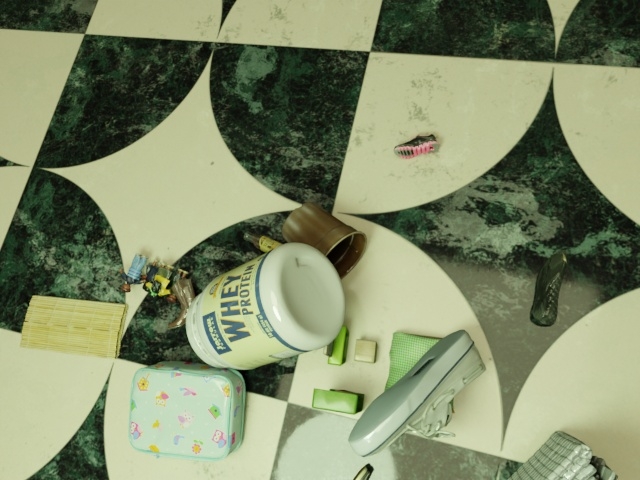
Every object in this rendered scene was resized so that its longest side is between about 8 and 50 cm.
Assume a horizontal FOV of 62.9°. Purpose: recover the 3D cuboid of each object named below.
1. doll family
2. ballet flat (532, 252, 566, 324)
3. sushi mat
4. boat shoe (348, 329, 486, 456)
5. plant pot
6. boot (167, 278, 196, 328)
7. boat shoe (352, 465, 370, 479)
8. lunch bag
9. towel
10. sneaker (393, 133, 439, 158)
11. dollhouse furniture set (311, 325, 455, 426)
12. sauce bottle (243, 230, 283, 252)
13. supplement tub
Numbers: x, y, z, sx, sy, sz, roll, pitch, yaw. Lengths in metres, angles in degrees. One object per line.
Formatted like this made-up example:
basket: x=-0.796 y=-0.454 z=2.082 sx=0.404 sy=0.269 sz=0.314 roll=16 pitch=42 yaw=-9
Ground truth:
doll family: x=-0.456 y=0.110 z=1.420 sx=0.193 sy=0.076 sz=0.111 roll=18 pitch=82 yaw=23
ballet flat: x=0.532 y=0.110 z=1.208 sx=0.049 sy=0.057 sz=0.173 roll=25 pitch=78 yaw=-22
sushi mat: x=-0.690 y=0.238 z=1.459 sx=0.316 sy=0.019 sz=0.151 roll=3 pitch=75 yaw=15
boat shoe: x=0.224 y=0.349 z=1.080 sx=0.367 sy=0.136 sz=0.156 roll=-33 pitch=88 yaw=-35
plant pot: x=0.000 y=0.000 z=1.307 sx=0.167 sy=0.167 sz=0.165 roll=-47 pitch=61 yaw=-4
boot: x=-0.373 y=0.165 z=1.380 sx=0.106 sy=0.037 sz=0.114 roll=-24 pitch=93 yaw=-9
boat shoe: x=0.075 y=0.577 z=1.162 sx=0.049 sy=0.056 sz=0.152 roll=30 pitch=91 yaw=15
lunch bag: x=-0.324 y=0.414 z=1.264 sx=0.279 sy=0.108 sz=0.224 roll=1 pitch=89 yaw=16
towel: x=0.430 y=0.510 z=1.002 sx=0.284 sy=0.235 sz=0.121 roll=-45 pitch=73 yaw=-2
sneaker: x=0.252 y=-0.254 z=1.385 sx=0.119 sy=0.047 sz=0.057 roll=-8 pitch=57 yaw=7
dollhouse furniture set: x=0.154 y=0.296 z=1.174 sx=0.301 sy=0.151 sz=0.197 roll=4 pitch=74 yaw=14
sauce bottle: x=-0.146 y=0.011 z=1.391 sx=0.128 sy=0.042 sz=0.042 roll=23 pitch=80 yaw=17
supplement tub: x=-0.130 y=0.160 z=1.185 sx=0.325 sy=0.235 sz=0.235 roll=-26 pitch=66 yaw=37
